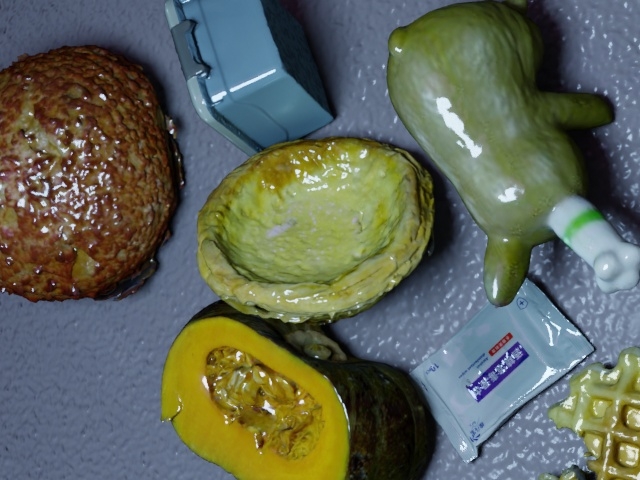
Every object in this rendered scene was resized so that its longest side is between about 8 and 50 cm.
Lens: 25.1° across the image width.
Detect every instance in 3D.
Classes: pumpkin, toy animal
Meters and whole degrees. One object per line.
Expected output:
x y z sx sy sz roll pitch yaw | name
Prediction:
-0.039 0.204 1.626 0.317 0.139 0.221 30 112 28 | pumpkin
0.206 -0.079 1.498 0.181 0.180 0.363 -39 73 30 | toy animal

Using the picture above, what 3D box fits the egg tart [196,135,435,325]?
0.000 0.000 1.601 0.294 0.123 0.294 -7 41 7 | egg tart

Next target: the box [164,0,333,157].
-0.083 -0.195 1.660 0.130 0.227 0.162 -23 71 14 | box

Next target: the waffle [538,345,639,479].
0.344 0.229 1.440 0.250 0.056 0.261 -40 64 22 | waffle

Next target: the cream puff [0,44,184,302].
-0.346 -0.086 1.808 0.351 0.229 0.350 -5 80 31 | cream puff

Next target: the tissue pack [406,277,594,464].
0.190 0.136 1.562 0.193 0.026 0.122 -47 64 20 | tissue pack
